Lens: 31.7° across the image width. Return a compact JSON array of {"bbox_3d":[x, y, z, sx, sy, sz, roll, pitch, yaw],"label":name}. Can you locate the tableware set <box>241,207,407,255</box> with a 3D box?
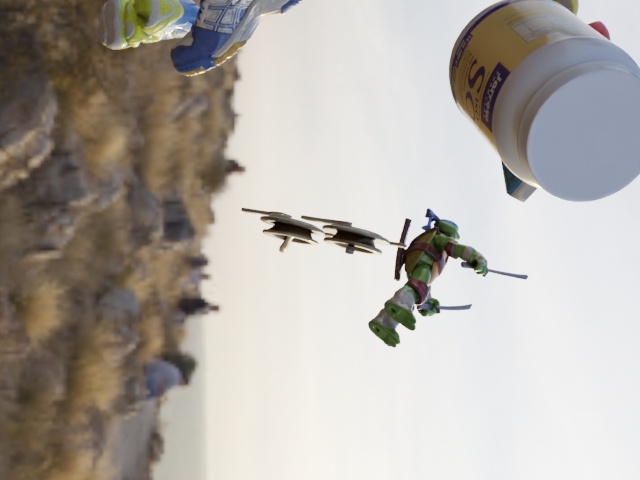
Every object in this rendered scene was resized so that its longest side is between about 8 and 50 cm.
[{"bbox_3d":[0.000,0.000,1.430,0.194,0.128,0.039,9,-98,42],"label":"tableware set"}]

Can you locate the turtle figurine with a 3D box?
[{"bbox_3d":[0.232,0.099,2.114,0.198,0.266,0.274,-2,-54,49],"label":"turtle figurine"}]

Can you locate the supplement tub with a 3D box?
[{"bbox_3d":[0.352,-0.219,1.723,0.331,0.241,0.241,-113,-158,-60],"label":"supplement tub"}]

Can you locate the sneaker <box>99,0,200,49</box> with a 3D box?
[{"bbox_3d":[-0.280,-0.362,1.892,0.240,0.126,0.091,9,-84,56],"label":"sneaker"}]

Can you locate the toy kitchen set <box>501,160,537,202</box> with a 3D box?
[{"bbox_3d":[0.372,-0.208,2.102,0.207,0.166,0.122,-50,-157,34],"label":"toy kitchen set"}]

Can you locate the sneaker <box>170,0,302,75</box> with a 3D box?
[{"bbox_3d":[-0.134,-0.365,1.665,0.296,0.131,0.112,-35,-151,27],"label":"sneaker"}]

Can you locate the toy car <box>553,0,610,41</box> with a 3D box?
[{"bbox_3d":[0.500,-0.365,2.111,0.239,0.053,0.225,31,43,-44],"label":"toy car"}]
